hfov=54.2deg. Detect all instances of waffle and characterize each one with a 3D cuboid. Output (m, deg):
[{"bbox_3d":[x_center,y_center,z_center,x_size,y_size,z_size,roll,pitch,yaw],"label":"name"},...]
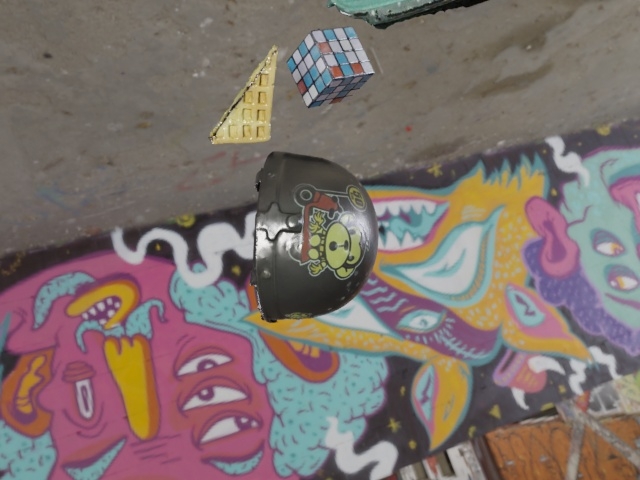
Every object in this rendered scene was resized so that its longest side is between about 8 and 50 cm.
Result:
[{"bbox_3d":[-0.114,-0.216,0.931,0.097,0.023,0.152,-1,122,-18],"label":"waffle"}]

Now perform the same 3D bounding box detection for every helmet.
[{"bbox_3d":[0.000,0.000,0.856,0.160,0.230,0.279,2,173,9],"label":"helmet"}]

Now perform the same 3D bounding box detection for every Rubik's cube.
[{"bbox_3d":[0.016,-0.286,1.033,0.092,0.092,0.092,-19,170,-35],"label":"Rubik's cube"}]

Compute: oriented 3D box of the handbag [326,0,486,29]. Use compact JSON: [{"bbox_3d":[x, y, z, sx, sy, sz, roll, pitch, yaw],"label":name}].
[{"bbox_3d":[0.127,-0.342,0.539,0.269,0.274,0.100,-7,-178,33],"label":"handbag"}]
